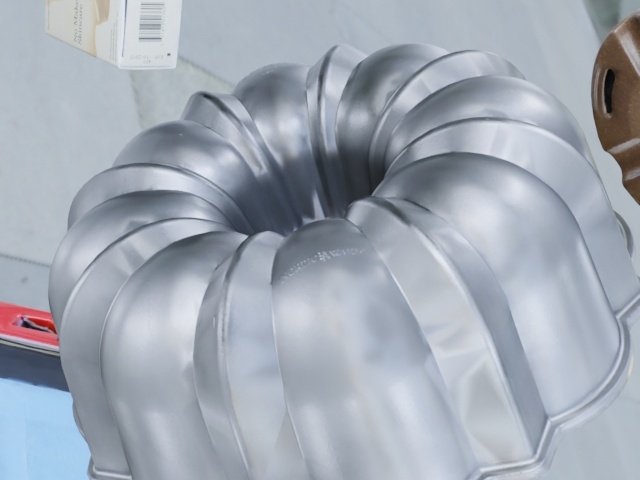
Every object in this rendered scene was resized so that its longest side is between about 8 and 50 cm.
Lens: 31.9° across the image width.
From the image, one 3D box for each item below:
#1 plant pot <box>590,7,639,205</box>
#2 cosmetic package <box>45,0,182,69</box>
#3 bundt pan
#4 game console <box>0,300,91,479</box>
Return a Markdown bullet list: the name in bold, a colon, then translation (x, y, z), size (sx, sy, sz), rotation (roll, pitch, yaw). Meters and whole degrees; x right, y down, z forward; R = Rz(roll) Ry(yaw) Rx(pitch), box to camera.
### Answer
- **plant pot**: translation (0.235, -0.084, 0.552), size (0.165, 0.167, 0.167), rotation (-30, 99, -22)
- **cosmetic package**: translation (-0.133, -0.148, 0.710), size (0.041, 0.115, 0.060), rotation (-7, 111, -35)
- **bundt pan**: translation (0.000, 0.000, 0.598), size (0.331, 0.331, 0.124), rotation (-79, 154, -52)
- **game console**: translation (-0.119, 0.213, 0.807), size (0.060, 0.386, 0.342), rotation (-69, 169, -59)
